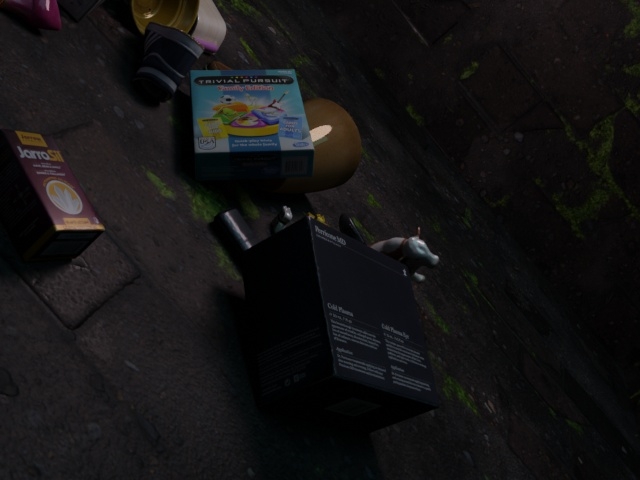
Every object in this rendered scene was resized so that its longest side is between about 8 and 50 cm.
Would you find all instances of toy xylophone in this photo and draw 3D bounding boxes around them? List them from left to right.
[{"bbox_3d":[-0.384,-0.661,2.194,0.236,0.081,0.322,14,43,-51],"label":"toy xylophone"}]

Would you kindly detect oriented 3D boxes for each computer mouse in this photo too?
[{"bbox_3d":[0.111,0.039,2.077,0.242,0.041,0.071,60,4,7],"label":"computer mouse"}]

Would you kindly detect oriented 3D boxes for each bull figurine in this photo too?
[{"bbox_3d":[0.129,0.070,1.800,0.188,0.310,0.101,56,34,-42],"label":"bull figurine"}]

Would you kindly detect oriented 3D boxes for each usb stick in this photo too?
[{"bbox_3d":[-0.123,0.052,1.654,0.278,0.045,0.077,55,22,7],"label":"usb stick"}]

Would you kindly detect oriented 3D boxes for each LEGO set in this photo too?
[{"bbox_3d":[-0.037,-0.017,1.776,0.087,0.093,0.227,29,16,-21],"label":"LEGO set"}]

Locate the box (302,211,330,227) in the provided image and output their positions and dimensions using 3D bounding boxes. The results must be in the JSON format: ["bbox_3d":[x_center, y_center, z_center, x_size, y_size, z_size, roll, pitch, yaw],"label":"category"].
[{"bbox_3d":[0.000,0.000,1.995,0.081,0.028,0.136,34,30,-36],"label":"box"}]

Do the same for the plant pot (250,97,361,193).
[{"bbox_3d":[-0.062,-0.210,1.974,0.237,0.237,0.254,53,36,4],"label":"plant pot"}]

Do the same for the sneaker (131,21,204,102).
[{"bbox_3d":[-0.370,-0.404,1.836,0.099,0.153,0.282,34,-2,-32],"label":"sneaker"}]

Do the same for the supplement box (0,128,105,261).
[{"bbox_3d":[-0.423,-0.068,1.215,0.188,0.081,0.104,57,23,14],"label":"supplement box"}]

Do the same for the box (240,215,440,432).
[{"bbox_3d":[0.038,0.171,1.538,0.343,0.179,0.312,27,45,-46],"label":"box"}]

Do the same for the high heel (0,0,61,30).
[{"bbox_3d":[-0.552,-0.533,1.602,0.117,0.082,0.244,22,56,-37],"label":"high heel"}]

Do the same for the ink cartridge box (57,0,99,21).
[{"bbox_3d":[-0.572,-0.667,1.781,0.309,0.130,0.272,44,24,-19],"label":"ink cartridge box"}]

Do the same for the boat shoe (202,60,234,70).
[{"bbox_3d":[-0.174,-0.400,2.166,0.307,0.104,0.110,32,30,-39],"label":"boat shoe"}]

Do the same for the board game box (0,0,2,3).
[{"bbox_3d":[-0.647,-0.675,1.350,0.356,0.356,0.356,18,40,-53],"label":"board game box"}]

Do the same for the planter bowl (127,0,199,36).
[{"bbox_3d":[-0.405,-0.594,1.982,0.090,0.217,0.217,22,5,32],"label":"planter bowl"}]

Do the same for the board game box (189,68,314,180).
[{"bbox_3d":[-0.164,-0.270,1.830,0.254,0.079,0.336,-3,43,-10],"label":"board game box"}]
